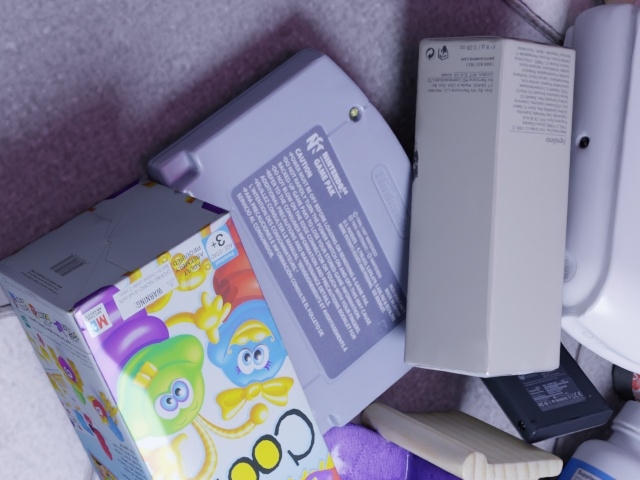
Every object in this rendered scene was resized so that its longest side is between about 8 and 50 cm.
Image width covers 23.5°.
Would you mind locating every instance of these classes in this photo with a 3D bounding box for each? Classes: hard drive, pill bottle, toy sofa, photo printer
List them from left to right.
[{"bbox_3d":[0.072,0.334,1.347,0.177,0.150,0.362,4,100,-35],"label":"toy sofa"},{"bbox_3d":[0.188,0.117,1.381,0.094,0.135,0.022,-10,139,-31],"label":"hard drive"},{"bbox_3d":[0.276,0.270,1.480,0.124,0.124,0.221,42,78,-33],"label":"pill bottle"},{"bbox_3d":[0.316,-0.029,1.390,0.256,0.107,0.307,18,74,-35],"label":"photo printer"}]

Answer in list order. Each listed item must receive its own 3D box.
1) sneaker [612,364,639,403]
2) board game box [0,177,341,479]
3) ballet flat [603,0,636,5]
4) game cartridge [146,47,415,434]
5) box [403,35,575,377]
[{"bbox_3d":[0.424,0.186,1.542,0.270,0.145,0.090,30,85,-35],"label":"sneaker"},{"bbox_3d":[-0.109,0.113,1.174,0.142,0.144,0.275,-33,119,-23],"label":"board game box"},{"bbox_3d":[0.301,-0.288,1.396,0.057,0.049,0.173,26,87,-35],"label":"ballet flat"},{"bbox_3d":[0.000,0.000,1.272,0.196,0.060,0.294,-36,119,-17],"label":"game cartridge"},{"bbox_3d":[0.141,-0.029,1.280,0.113,0.094,0.275,2,93,-48],"label":"box"}]
